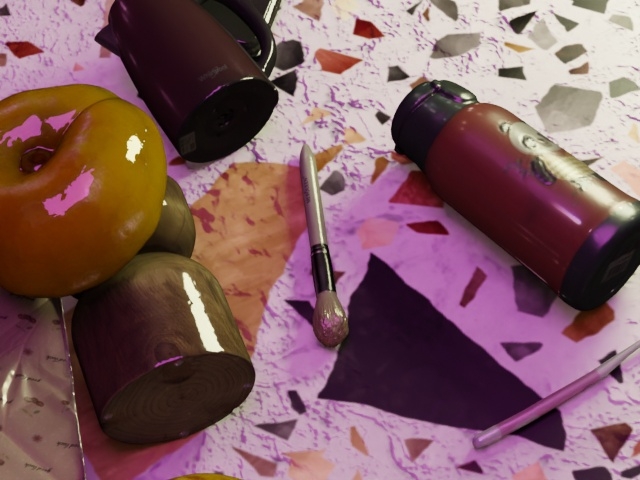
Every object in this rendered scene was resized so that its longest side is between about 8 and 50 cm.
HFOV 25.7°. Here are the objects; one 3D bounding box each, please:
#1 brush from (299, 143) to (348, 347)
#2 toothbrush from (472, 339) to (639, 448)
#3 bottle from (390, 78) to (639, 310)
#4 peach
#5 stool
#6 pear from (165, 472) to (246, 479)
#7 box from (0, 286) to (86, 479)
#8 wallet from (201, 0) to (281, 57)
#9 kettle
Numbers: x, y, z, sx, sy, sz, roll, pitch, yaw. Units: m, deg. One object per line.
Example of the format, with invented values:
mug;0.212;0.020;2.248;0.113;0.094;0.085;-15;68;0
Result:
brush;0.000;0.000;1.700;0.042;0.039;0.299;-4;54;-3
toothbrush;0.293;0.163;1.577;0.286;0.020;0.025;-27;66;-13
bottle;0.223;-0.066;1.660;0.144;0.144;0.336;-40;62;-20
peach;-0.282;-0.059;1.489;0.251;0.153;0.251;-4;53;5
stool;-0.197;0.073;1.576;0.179;0.179;0.264;-20;58;-9
pear;-0.126;0.360;1.338;0.281;0.280;0.280;-2;57;3
box;-0.378;0.204;1.438;0.225;0.190;0.297;5;44;-24
wallet;-0.117;-0.361;1.933;0.149;0.044;0.250;15;59;9
kettle;-0.157;-0.241;1.784;0.202;0.144;0.232;-30;65;-13
